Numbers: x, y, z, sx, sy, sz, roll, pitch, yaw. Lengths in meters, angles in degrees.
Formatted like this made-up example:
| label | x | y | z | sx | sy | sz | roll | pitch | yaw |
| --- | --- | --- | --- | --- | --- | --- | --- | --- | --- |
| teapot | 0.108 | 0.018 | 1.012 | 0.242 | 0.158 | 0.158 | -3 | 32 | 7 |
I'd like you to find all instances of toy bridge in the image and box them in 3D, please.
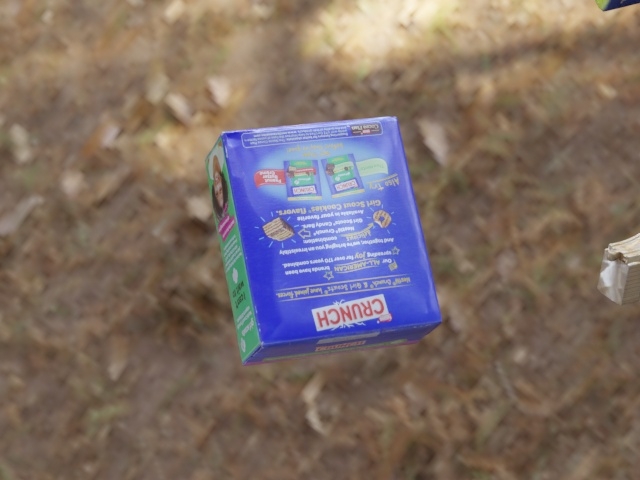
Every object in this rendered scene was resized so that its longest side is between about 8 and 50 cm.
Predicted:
| label | x | y | z | sx | sy | sz | roll | pitch | yaw |
| --- | --- | --- | --- | --- | --- | --- | --- | --- | --- |
| toy bridge | 0.254 | -0.006 | 1.142 | 0.026 | 0.188 | 0.063 | 39 | 131 | 46 |

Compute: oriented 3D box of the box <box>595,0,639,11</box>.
| label | x | y | z | sx | sy | sz | roll | pitch | yaw |
| --- | --- | --- | --- | --- | --- | --- | --- | --- | --- |
| box | 0.212 | -0.176 | 0.927 | 0.178 | 0.109 | 0.042 | -16 | 68 | -17 |

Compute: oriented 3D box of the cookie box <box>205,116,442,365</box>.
| label | x | y | z | sx | sy | sz | roll | pitch | yaw |
| --- | --- | --- | --- | --- | --- | --- | --- | --- | --- |
| cookie box | 0.000 | 0.000 | 0.862 | 0.040 | 0.092 | 0.107 | 126 | 135 | -66 |
